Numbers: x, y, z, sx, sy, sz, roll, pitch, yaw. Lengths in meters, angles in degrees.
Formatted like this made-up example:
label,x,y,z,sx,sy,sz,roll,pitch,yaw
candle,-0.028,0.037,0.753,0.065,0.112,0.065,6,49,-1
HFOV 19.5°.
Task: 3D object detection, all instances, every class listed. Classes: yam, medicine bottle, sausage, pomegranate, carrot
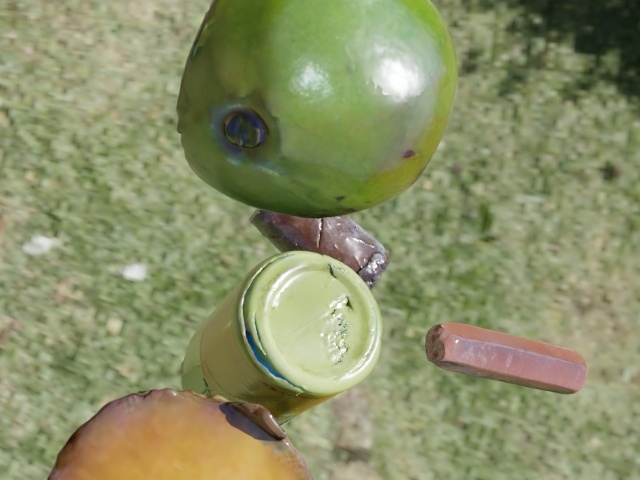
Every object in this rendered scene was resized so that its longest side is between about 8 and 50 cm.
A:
label,x,y,z,sx,sy,sz,roll,pitch,yaw
yam,0.001,-0.001,1.872,0.141,0.079,0.079,41,72,-7
medicine bottle,-0.042,0.093,1.548,0.124,0.239,0.124,5,72,-16
sausage,0.126,0.079,1.250,0.147,0.035,0.030,16,65,-40
pomegranate,0.014,-0.097,1.274,0.241,0.159,0.190,60,53,-74
carrot,-0.065,0.107,0.695,0.102,0.263,0.102,1,82,-10
